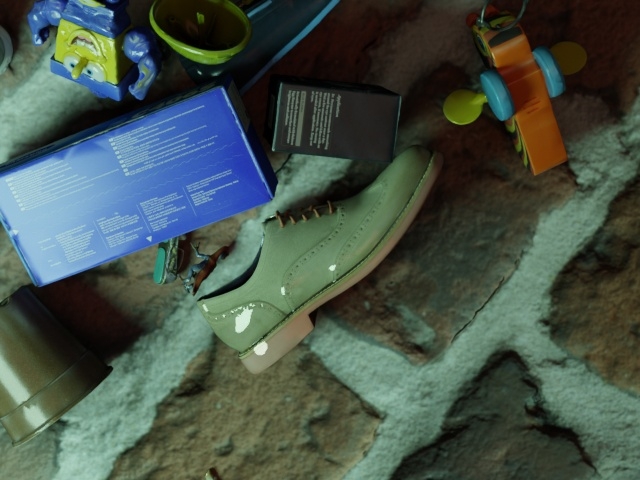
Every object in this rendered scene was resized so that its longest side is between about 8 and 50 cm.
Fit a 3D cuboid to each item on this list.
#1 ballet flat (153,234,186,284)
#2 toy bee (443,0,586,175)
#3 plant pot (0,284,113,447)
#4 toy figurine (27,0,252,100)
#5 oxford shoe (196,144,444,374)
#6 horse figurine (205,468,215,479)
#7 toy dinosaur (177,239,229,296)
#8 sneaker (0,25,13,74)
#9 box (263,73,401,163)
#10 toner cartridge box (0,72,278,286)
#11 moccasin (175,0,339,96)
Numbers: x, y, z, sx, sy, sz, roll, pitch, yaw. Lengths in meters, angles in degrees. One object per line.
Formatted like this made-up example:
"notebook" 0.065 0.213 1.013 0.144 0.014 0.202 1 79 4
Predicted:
"ballet flat" -0.205 0.005 1.701 0.041 0.041 0.114 6 102 -8
"toy bee" 0.262 -0.243 1.659 0.195 0.162 0.298 -8 128 -14
"plant pot" -0.392 0.159 1.652 0.167 0.167 0.165 -36 97 2
"toy figurine" -0.246 -0.268 1.580 0.362 0.191 0.217 22 137 9
"oxford shoe" 0.000 0.000 1.673 0.146 0.140 0.397 44 92 -7
"horse figurine" -0.214 0.450 1.782 0.263 0.066 0.174 -24 98 -4
"toy dinosaur" -0.153 0.040 1.695 0.082 0.090 0.047 -34 134 -10
"sneaker" -0.501 -0.174 1.576 0.099 0.121 0.262 38 96 -12
"box" 0.012 -0.162 1.626 0.158 0.156 0.093 6 101 -9
"toner cartridge box" -0.245 -0.076 1.610 0.347 0.075 0.165 -19 108 11
"moccasin" -0.047 -0.324 1.591 0.342 0.138 0.117 -45 105 3
